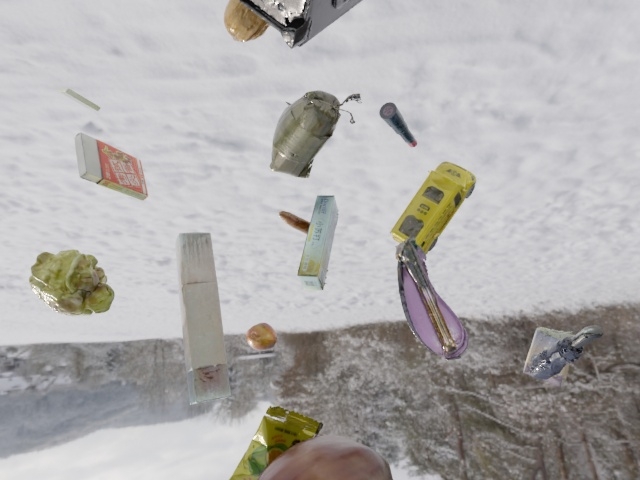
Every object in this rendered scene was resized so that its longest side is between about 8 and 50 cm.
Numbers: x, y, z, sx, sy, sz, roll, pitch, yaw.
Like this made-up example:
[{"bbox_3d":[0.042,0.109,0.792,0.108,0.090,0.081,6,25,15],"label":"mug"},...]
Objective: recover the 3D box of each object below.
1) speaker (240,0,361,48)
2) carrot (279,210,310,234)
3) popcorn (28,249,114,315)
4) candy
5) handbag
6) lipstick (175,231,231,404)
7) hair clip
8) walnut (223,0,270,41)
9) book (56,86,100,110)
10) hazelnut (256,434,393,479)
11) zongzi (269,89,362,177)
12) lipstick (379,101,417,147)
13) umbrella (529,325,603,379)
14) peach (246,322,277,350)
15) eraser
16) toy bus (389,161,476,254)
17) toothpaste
[{"bbox_3d":[-0.013,-0.478,0.675,0.254,0.184,0.232,-48,172,-27],"label":"speaker"},{"bbox_3d":[-0.078,-0.057,1.459,0.139,0.048,0.048,26,152,-20],"label":"carrot"},{"bbox_3d":[-0.736,0.126,1.310,0.217,0.181,0.234,24,145,26],"label":"popcorn"},{"bbox_3d":[-0.134,0.613,1.241,0.187,0.297,0.081,29,180,-21],"label":"candy"},{"bbox_3d":[0.710,0.346,1.354,0.117,0.173,0.095,17,-171,31],"label":"handbag"},{"bbox_3d":[-0.267,0.165,0.981,0.080,0.370,0.076,-2,159,-26],"label":"lipstick"},{"bbox_3d":[0.284,0.157,1.209,0.110,0.358,0.095,-11,163,-26],"label":"hair clip"},{"bbox_3d":[-0.221,-0.699,1.359,0.180,0.144,0.144,-44,149,21],"label":"walnut"},{"bbox_3d":[-0.584,-0.341,1.059,0.111,0.014,0.077,24,175,46],"label":"book"},{"bbox_3d":[0.009,0.640,1.029,0.367,0.365,0.365,-7,164,-2],"label":"hazelnut"},{"bbox_3d":[-0.032,-0.488,1.589,0.182,0.417,0.447,17,144,-24],"label":"zongzi"},{"bbox_3d":[0.254,-0.349,1.360,0.054,0.053,0.234,-16,160,28],"label":"lipstick"},{"bbox_3d":[0.574,0.260,1.042,0.071,0.070,0.248,-5,141,-9],"label":"umbrella"},{"bbox_3d":[-0.200,0.333,1.502,0.101,0.100,0.100,-7,164,-2],"label":"peach"},{"bbox_3d":[-0.660,-0.230,1.399,0.038,0.157,0.230,-29,156,19],"label":"eraser"},{"bbox_3d":[0.376,-0.119,1.467,0.144,0.330,0.152,34,180,25],"label":"toy bus"},{"bbox_3d":[0.000,0.000,1.365,0.071,0.312,0.089,1,144,17],"label":"toothpaste"}]
